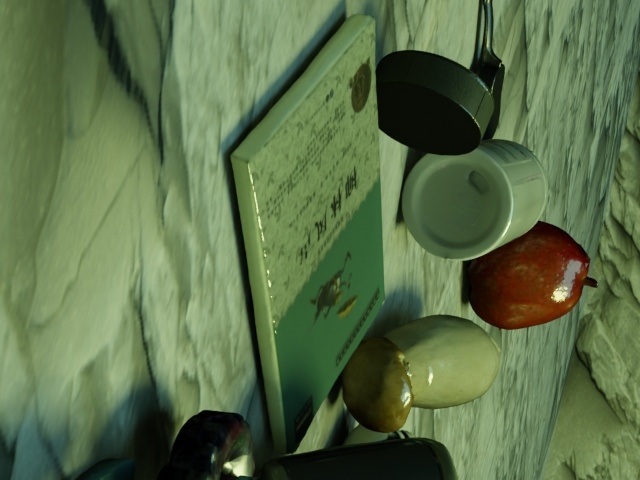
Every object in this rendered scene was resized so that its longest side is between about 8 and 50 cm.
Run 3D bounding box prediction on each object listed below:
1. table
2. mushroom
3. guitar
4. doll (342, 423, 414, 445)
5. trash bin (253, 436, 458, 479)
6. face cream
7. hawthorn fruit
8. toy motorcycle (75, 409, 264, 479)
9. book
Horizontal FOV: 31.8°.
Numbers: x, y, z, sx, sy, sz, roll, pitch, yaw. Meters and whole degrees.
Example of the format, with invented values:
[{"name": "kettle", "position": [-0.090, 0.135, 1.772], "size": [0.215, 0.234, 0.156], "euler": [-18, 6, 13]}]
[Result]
[{"name": "table", "position": [0.114, -0.143, 1.188], "size": [0.043, 0.133, 0.133], "euler": [-66, 156, -22]}, {"name": "mushroom", "position": [0.134, 0.159, 1.420], "size": [0.350, 0.128, 0.128], "euler": [-7, 109, -61]}, {"name": "guitar", "position": [0.234, -0.262, 1.558], "size": [0.084, 0.038, 0.271], "euler": [-47, 144, -55]}, {"name": "doll", "position": [0.060, 0.305, 1.350], "size": [0.110, 0.107, 0.181], "euler": [29, 78, -31]}, {"name": "trash bin", "position": [0.035, 0.327, 1.143], "size": [0.182, 0.209, 0.290], "euler": [-112, -160, -48]}, {"name": "face cream", "position": [0.236, -0.066, 1.525], "size": [0.369, 0.145, 0.145], "euler": [-15, 116, -65]}, {"name": "hawthorn fruit", "position": [0.339, 0.054, 1.786], "size": [0.185, 0.202, 0.185], "euler": [5, 90, -73]}, {"name": "toy motorcycle", "position": [-0.124, 0.278, 0.776], "size": [0.416, 0.172, 0.232], "euler": [-37, 130, -72]}, {"name": "book", "position": [0.000, 0.000, 1.124], "size": [0.264, 0.031, 0.379], "euler": [-55, 150, -42]}]
